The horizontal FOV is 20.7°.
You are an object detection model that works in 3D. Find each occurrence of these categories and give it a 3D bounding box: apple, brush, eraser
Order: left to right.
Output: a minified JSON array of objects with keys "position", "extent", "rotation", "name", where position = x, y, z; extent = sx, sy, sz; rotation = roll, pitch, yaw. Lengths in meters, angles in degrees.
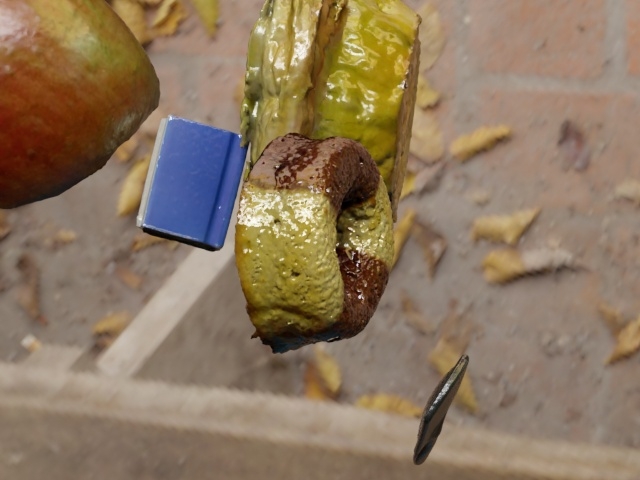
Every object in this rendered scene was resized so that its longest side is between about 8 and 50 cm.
[{"position":[-0.329,-0.160,1.593],"extent":[0.346,0.179,0.254],"rotation":[18,100,5],"name":"apple"},{"position":[-0.090,-0.040,1.240],"extent":[0.063,0.084,0.027],"rotation":[16,170,-18],"name":"eraser"},{"position":[0.086,0.142,1.357],"extent":[0.016,0.063,0.193],"rotation":[32,158,12],"name":"brush"}]

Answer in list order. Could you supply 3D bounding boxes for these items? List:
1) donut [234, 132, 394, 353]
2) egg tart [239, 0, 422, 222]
[{"position":[0.000,0.000,1.051],"extent":[0.059,0.140,0.140],"rotation":[-3,116,24],"name":"donut"},{"position":[0.012,-0.098,1.347],"extent":[0.118,0.288,0.288],"rotation":[6,120,4],"name":"egg tart"}]
